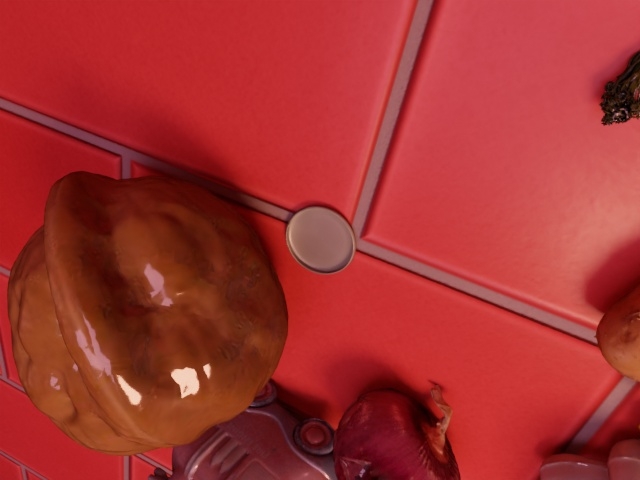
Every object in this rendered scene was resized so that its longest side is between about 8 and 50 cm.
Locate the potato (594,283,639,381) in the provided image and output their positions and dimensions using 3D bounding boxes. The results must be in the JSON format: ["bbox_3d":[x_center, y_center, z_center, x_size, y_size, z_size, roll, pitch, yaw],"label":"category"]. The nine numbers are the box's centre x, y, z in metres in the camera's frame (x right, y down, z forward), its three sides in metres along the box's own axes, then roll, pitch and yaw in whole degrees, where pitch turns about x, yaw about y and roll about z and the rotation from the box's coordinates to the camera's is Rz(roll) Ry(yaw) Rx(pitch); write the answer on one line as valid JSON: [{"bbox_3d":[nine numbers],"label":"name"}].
[{"bbox_3d":[0.385,0.086,0.482,0.110,0.118,0.178,18,133,-40],"label":"potato"}]

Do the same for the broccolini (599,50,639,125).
[{"bbox_3d":[0.341,-0.182,0.417,0.194,0.054,0.052,-43,74,32],"label":"broccolini"}]

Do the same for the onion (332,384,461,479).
[{"bbox_3d":[0.110,0.338,0.681,0.201,0.201,0.207,-6,103,26],"label":"onion"}]

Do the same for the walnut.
[{"bbox_3d":[-0.227,0.097,0.645,0.384,0.383,0.382,10,118,19],"label":"walnut"}]

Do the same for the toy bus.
[{"bbox_3d":[-0.120,0.400,0.772,0.294,0.232,0.197,28,124,29],"label":"toy bus"}]

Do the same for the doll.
[{"bbox_3d":[0.446,0.310,0.569,0.253,0.111,0.237,21,137,9],"label":"doll"}]

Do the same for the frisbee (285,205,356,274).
[{"bbox_3d":[0.000,0.000,0.670,0.110,0.014,0.110,10,117,20],"label":"frisbee"}]
